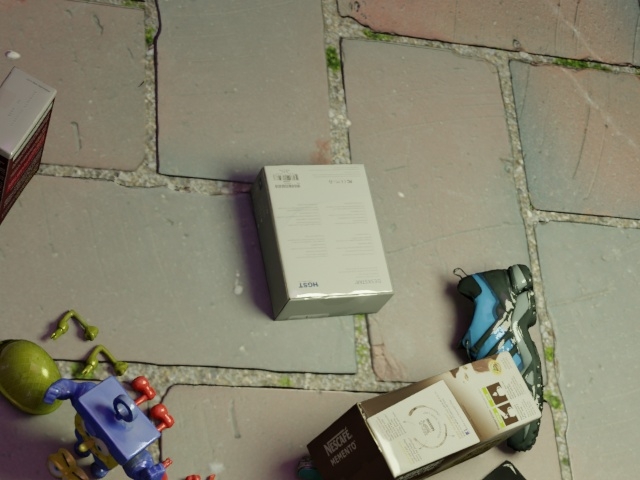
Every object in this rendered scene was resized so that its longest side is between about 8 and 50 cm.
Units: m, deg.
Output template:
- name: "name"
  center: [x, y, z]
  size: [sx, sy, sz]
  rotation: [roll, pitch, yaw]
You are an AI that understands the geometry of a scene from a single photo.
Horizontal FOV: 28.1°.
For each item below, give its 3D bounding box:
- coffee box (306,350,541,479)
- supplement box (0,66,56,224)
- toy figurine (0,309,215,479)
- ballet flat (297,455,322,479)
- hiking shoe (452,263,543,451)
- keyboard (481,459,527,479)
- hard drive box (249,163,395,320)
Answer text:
- name: "coffee box"
  center: [0.152, 0.279, 1.878]
  size: [0.297, 0.168, 0.119]
  rotation: [-14, 70, -37]
- name: "supplement box"
  center: [-0.454, -0.128, 1.842]
  size: [0.073, 0.239, 0.130]
  rotation: [29, 58, -3]
- name: "toy figurine"
  center: [-0.283, 0.224, 1.744]
  size: [0.191, 0.217, 0.362]
  rotation: [-34, 80, -30]
- name: "ballet flat"
  center: [0.020, 0.343, 1.902]
  size: [0.114, 0.041, 0.041]
  rotation: [18, 60, -12]
- name: "hiking shoe"
  center: [0.287, 0.191, 2.055]
  size: [0.132, 0.113, 0.304]
  rotation: [-5, 70, 11]
- name: "keyboard"
  center: [0.262, 0.426, 1.959]
  size: [0.180, 0.023, 0.108]
  rotation: [-32, 73, -29]
- name: "hard drive box"
  center: [0.000, 0.000, 2.034]
  size: [0.181, 0.089, 0.232]
  rotation: [-2, 65, -21]
